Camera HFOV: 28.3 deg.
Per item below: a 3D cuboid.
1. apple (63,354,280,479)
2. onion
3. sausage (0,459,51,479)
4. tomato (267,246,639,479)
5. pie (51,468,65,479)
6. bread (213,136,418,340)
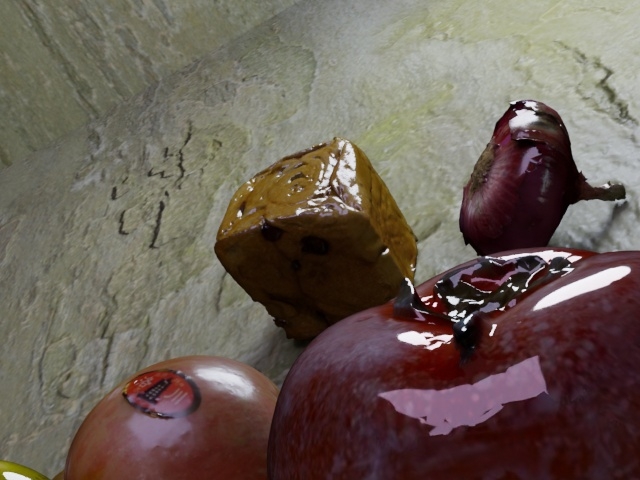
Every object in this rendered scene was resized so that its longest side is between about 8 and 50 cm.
[{"bbox_3d":[-0.077,0.175,0.822,0.164,0.209,0.209,-25,20,-6],"label":"apple"},{"bbox_3d":[0.201,-0.042,1.116,0.150,0.140,0.150,-165,90,-82],"label":"onion"},{"bbox_3d":[-0.197,0.214,0.752,0.123,0.123,0.347,-41,-10,-24],"label":"sausage"},{"bbox_3d":[0.108,0.123,0.664,0.270,0.227,0.270,-14,9,2],"label":"tomato"},{"bbox_3d":[-0.174,0.254,0.983,0.273,0.069,0.273,-26,27,15],"label":"pie"},{"bbox_3d":[0.000,0.000,1.222,0.149,0.143,0.158,-25,25,15],"label":"bread"}]
